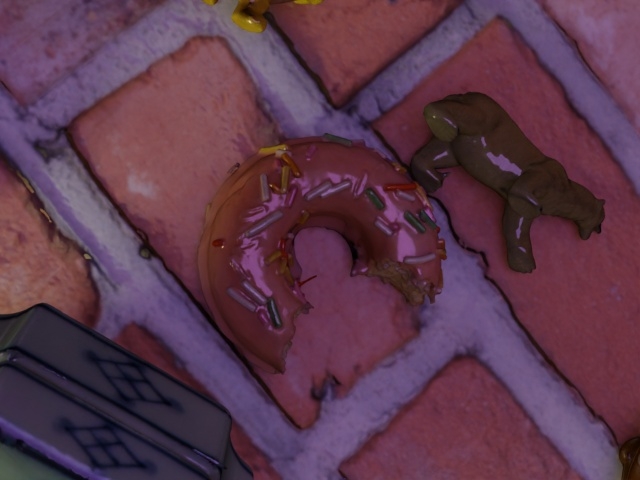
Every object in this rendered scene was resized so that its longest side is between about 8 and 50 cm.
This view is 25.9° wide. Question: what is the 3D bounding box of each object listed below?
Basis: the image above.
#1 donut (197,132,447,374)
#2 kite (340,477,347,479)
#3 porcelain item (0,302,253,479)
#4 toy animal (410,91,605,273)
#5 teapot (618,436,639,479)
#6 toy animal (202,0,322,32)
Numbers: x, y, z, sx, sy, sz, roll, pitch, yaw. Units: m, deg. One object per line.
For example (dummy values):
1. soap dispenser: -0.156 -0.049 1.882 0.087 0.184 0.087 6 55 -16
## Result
1. donut: 0.000 0.000 1.268 0.233 0.085 0.199 -26 93 -14
2. kite: 0.004 0.257 1.303 0.078 0.002 0.044 -44 98 -11
3. porcelain item: -0.220 0.213 1.107 0.281 0.157 0.286 33 124 -10
4. toy animal: 0.183 -0.063 1.317 0.219 0.103 0.101 41 57 -5
5. teapot: 0.330 0.210 1.348 0.129 0.078 0.098 -56 141 -18
6. toy animal: -0.029 -0.294 1.247 0.156 0.156 0.229 37 70 -10
